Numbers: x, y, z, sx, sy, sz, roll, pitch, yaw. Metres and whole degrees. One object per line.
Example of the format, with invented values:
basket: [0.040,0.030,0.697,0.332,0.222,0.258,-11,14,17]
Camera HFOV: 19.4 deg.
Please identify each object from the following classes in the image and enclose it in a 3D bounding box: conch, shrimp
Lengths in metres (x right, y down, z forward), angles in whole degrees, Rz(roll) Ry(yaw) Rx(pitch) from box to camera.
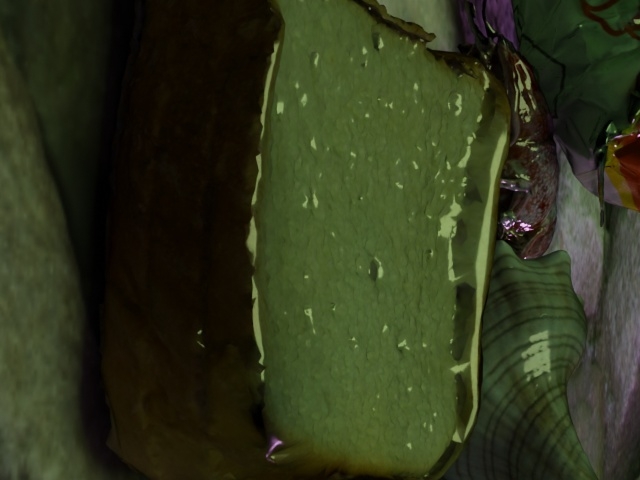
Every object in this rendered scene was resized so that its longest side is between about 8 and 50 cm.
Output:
conch: [0.079,0.080,0.985,0.137,0.114,0.234,116,-16,-52]
shrimp: [0.097,-0.058,1.067,0.075,0.073,0.190,-125,-162,-45]

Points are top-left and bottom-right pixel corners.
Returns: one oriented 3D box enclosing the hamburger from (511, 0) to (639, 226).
hamburger: [0.182,-0.138,1.161,0.260,0.150,0.276,6,85,-60]

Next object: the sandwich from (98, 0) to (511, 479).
sandwich: [-0.001,0.000,0.835,0.251,0.087,0.226,14,76,-62]
